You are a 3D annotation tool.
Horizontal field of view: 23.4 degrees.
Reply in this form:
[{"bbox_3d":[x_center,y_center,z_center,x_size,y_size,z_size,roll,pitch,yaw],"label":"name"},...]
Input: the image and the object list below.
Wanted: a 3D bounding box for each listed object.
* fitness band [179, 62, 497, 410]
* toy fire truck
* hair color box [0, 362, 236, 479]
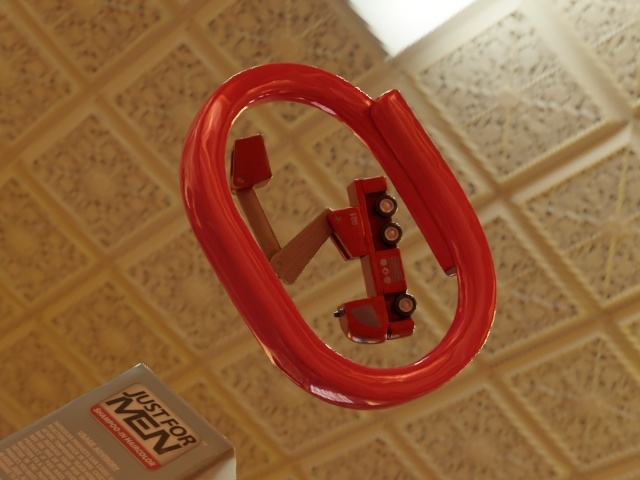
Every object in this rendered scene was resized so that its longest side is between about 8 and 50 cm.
[{"bbox_3d":[0.014,-0.008,1.202,0.290,0.209,0.054,58,-28,5],"label":"fitness band"},{"bbox_3d":[0.000,0.000,1.319,0.135,0.047,0.192,-10,-96,-9],"label":"toy fire truck"},{"bbox_3d":[-0.228,0.256,0.997,0.114,0.374,0.185,37,-38,38],"label":"hair color box"}]
